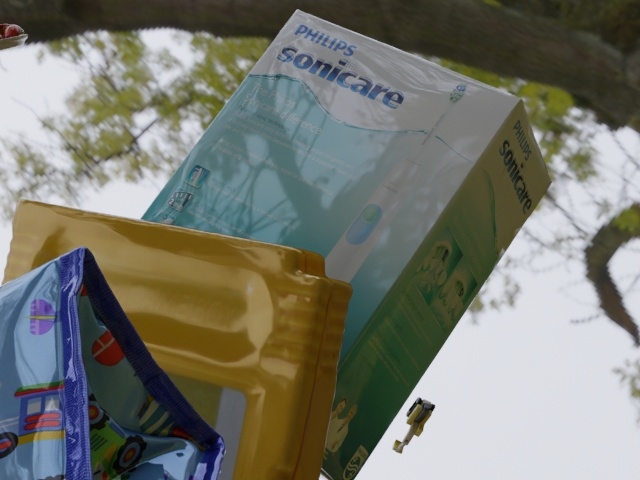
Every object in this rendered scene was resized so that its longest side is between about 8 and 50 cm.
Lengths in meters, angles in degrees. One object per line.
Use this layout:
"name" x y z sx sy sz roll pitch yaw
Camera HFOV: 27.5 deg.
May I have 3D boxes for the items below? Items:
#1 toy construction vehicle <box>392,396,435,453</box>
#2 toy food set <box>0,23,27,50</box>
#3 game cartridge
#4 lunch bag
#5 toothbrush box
"toy construction vehicle" 0.087 0.206 1.569 0.086 0.035 0.098 28 -59 -10
"toy food set" -0.270 -0.152 1.016 0.083 0.082 0.020 -18 -79 -22
"game cartridge" -0.129 0.147 0.876 0.053 0.285 0.323 10 -91 -55
"lunch bag" -0.162 0.165 0.505 0.221 0.293 0.138 -27 -63 10
"toothbrush box" 0.000 0.000 0.985 0.295 0.216 0.126 -56 -32 -13
